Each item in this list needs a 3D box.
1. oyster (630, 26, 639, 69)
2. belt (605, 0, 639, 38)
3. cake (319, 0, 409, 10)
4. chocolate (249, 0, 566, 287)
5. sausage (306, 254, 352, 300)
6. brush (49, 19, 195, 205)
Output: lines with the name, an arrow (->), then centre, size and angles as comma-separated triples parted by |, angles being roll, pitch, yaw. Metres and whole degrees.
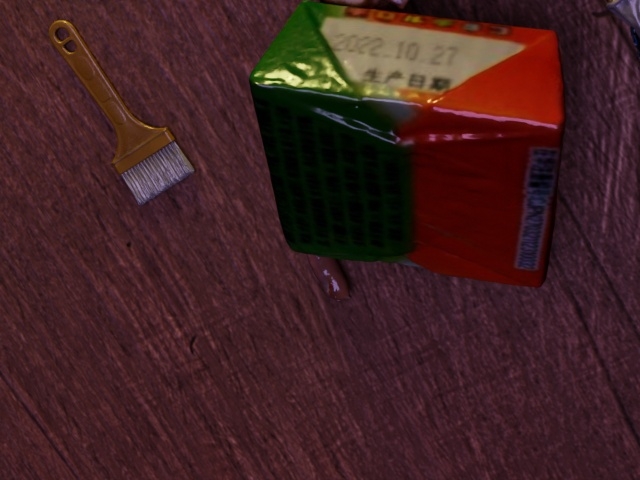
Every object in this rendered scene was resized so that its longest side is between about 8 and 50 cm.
oyster -> 0.449, -0.287, 1.455 | 0.198, 0.092, 0.259 | 11, 102, 10
belt -> 0.401, -0.308, 1.360 | 0.217, 0.122, 0.338 | -45, 83, 14
cake -> 0.078, -0.395, 1.454 | 0.196, 0.198, 0.293 | 27, 120, -3
chocolate -> 0.114, -0.108, 1.496 | 0.341, 0.161, 0.360 | 9, 151, 11
sausage -> 0.000, 0.001, 1.712 | 0.047, 0.040, 0.176 | -11, 108, 18
brush -> -0.284, -0.182, 1.730 | 0.103, 0.013, 0.272 | -30, 101, 23
